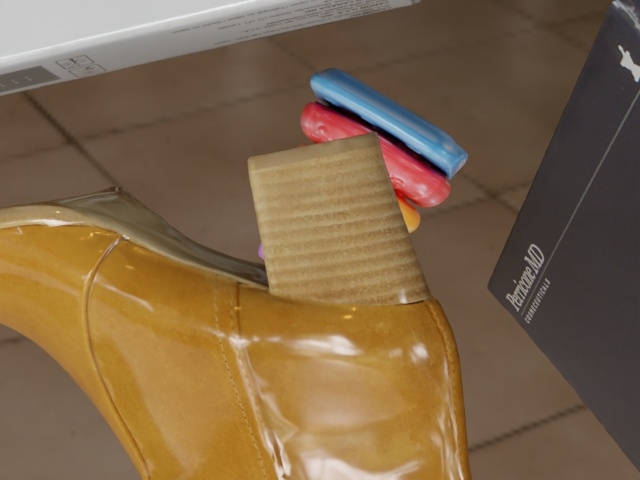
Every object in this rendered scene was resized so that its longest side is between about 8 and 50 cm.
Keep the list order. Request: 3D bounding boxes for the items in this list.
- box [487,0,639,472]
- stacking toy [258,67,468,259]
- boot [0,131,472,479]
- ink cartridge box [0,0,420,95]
[{"bbox_3d":[0.271,0.035,0.756,0.179,0.343,0.312,-33,74,-16],"label":"box"},{"bbox_3d":[0.000,0.000,1.450,0.166,0.302,0.175,32,-1,5],"label":"stacking toy"},{"bbox_3d":[-0.077,0.078,0.689,0.295,0.211,0.104,-10,3,25],"label":"boot"},{"bbox_3d":[-0.104,-0.212,0.766,0.275,0.239,0.060,-11,-10,8],"label":"ink cartridge box"}]
